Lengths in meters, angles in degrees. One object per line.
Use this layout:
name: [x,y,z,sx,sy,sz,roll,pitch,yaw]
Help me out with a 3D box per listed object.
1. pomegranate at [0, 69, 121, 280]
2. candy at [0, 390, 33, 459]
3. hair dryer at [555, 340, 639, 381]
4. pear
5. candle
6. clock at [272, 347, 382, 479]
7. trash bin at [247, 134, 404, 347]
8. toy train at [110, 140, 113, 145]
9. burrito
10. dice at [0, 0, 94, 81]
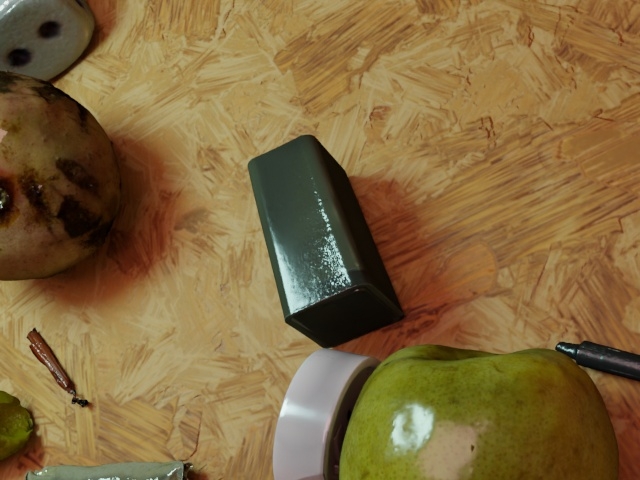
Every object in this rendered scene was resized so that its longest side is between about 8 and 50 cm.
pomegranate: [-0.457,-0.091,1.340,0.322,0.322,0.321,-7,69,20]
candy: [-0.536,0.310,1.353,0.199,0.106,0.094,-33,46,14]
hair dryer: [0.387,0.144,1.036,0.248,0.114,0.070,16,70,34]
pear: [0.164,0.258,0.979,0.304,0.304,0.303,-7,69,20]
candle: [-0.406,0.199,1.382,0.026,0.021,0.167,-36,60,-16]
clock: [0.018,0.233,1.096,0.068,0.197,0.196,9,75,26]
trash bin: [0.000,0.000,1.205,0.122,0.164,0.240,-24,64,13]
toy train: [-0.381,-0.164,1.492,0.053,0.033,0.083,-46,61,6]
burrito: [-0.294,0.347,1.264,0.275,0.059,0.082,-11,75,18]
dice: [-0.519,-0.393,1.539,0.192,0.194,0.193,-36,61,6]
